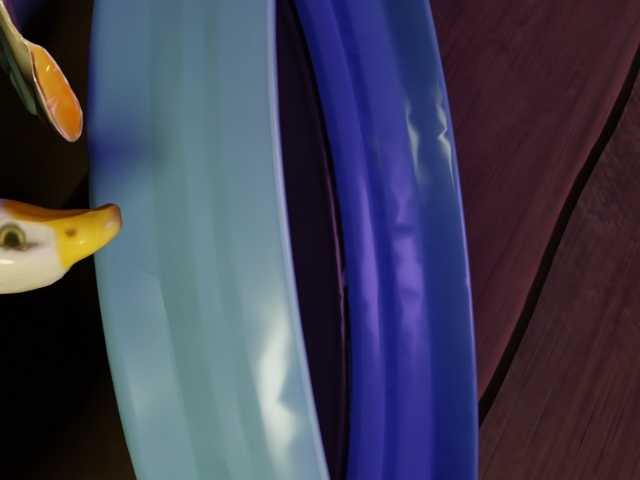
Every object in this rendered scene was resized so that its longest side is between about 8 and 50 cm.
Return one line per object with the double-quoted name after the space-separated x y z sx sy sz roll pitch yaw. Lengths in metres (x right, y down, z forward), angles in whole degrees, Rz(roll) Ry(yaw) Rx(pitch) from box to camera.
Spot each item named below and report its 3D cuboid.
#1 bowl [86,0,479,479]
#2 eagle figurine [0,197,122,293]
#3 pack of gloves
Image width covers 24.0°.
0.000 0.000 0.661 0.391 0.077 0.391 -7 90 -77 "bowl"
-0.165 0.032 0.458 0.226 0.225 0.298 18 65 -45 "eagle figurine"
-0.130 -0.142 0.577 0.046 0.232 0.195 -24 104 -11 "pack of gloves"
